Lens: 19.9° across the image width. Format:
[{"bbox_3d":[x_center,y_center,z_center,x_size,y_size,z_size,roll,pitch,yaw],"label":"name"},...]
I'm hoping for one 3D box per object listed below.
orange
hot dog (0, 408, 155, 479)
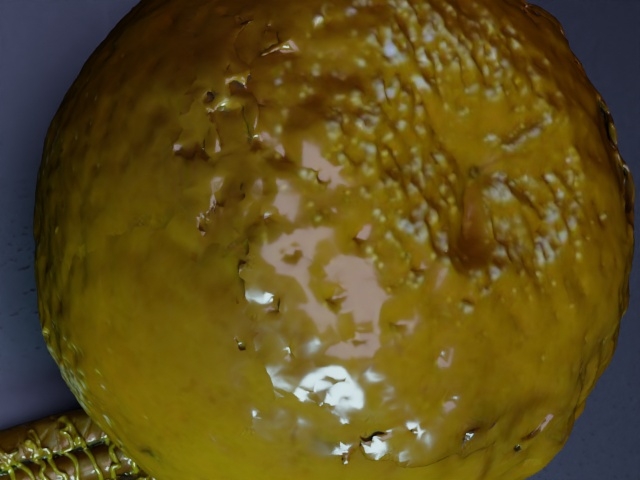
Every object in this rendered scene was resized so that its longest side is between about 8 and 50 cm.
[{"bbox_3d":[0.000,0.000,1.028,0.340,0.293,0.341,10,71,-31],"label":"orange"},{"bbox_3d":[-0.140,0.136,1.105,0.165,0.045,0.071,-15,89,-17],"label":"hot dog"}]
